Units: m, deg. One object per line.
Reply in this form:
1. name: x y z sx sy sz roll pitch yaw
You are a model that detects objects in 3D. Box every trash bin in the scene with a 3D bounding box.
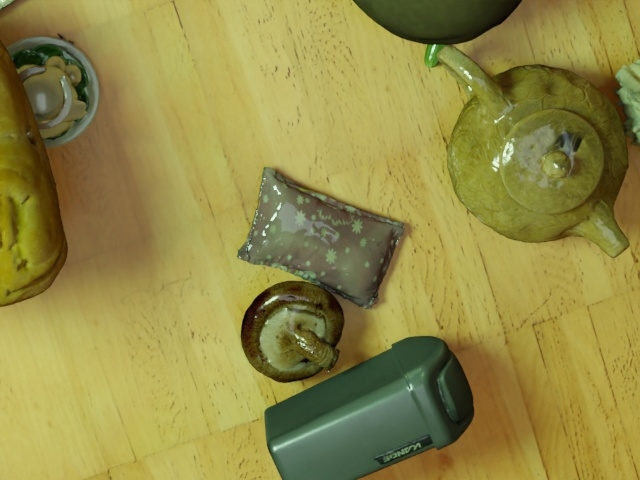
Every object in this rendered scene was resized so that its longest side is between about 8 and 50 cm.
1. trash bin: 0.057 0.200 1.889 0.236 0.176 0.101 -24 103 1

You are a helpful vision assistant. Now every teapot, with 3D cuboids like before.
1. teapot: 0.244 -0.104 1.863 0.203 0.167 0.311 -41 101 2

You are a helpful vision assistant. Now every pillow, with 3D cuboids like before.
1. pillow: 0.000 0.000 1.915 0.185 0.043 0.118 21 96 -9

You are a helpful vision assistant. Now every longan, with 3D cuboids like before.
1. longan: 0.133 -0.338 1.789 0.248 0.248 0.248 -1 99 -7

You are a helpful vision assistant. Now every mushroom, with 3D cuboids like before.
1. mushroom: -0.033 0.104 1.902 0.127 0.087 0.127 -3 109 -7

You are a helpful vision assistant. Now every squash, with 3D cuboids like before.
1. squash: 0.143 -0.241 1.901 0.027 0.027 0.089 29 98 -10

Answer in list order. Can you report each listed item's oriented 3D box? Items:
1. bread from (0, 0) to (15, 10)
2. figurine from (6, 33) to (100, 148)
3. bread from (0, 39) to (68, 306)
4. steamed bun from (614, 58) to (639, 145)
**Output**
1. bread: -0.392 -0.273 1.832 0.154 0.028 0.068 -32 101 0
2. figurine: -0.305 -0.160 1.796 0.132 0.153 0.132 -1 99 -7
3. bread: -0.398 -0.091 1.729 0.148 0.337 0.328 -18 97 -37
4. steamed bun: 0.507 -0.111 1.850 0.273 0.290 0.272 -31 116 -9
